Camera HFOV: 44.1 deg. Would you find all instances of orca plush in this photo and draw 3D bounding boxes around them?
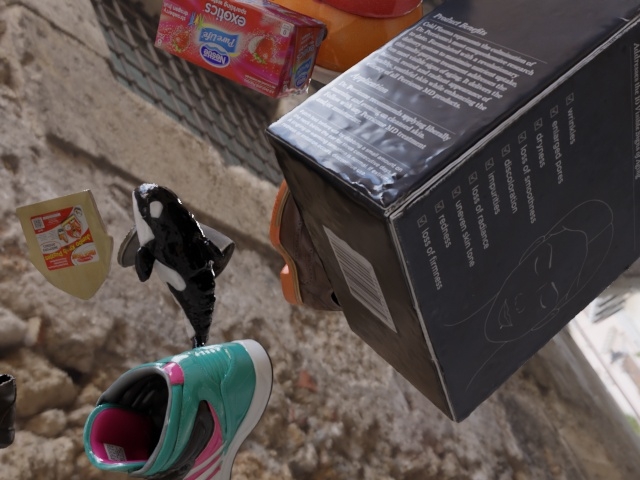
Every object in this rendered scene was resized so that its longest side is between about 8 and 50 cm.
[{"bbox_3d":[-0.203,0.044,1.241,0.102,0.287,0.151,-9,2,31],"label":"orca plush"}]

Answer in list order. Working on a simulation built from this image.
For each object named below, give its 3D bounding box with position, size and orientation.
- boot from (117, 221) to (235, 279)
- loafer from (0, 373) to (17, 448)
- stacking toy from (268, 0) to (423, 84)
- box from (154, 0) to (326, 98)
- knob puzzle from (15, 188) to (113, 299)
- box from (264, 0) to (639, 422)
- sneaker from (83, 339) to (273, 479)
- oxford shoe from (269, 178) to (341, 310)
[{"bbox_3d":[-0.303,0.027,1.652,0.189,0.208,0.076,-56,-14,7],"label":"boot"},{"bbox_3d":[-0.343,0.133,0.683,0.080,0.078,0.220,6,-14,15],"label":"loafer"},{"bbox_3d":[0.080,-0.545,1.389,0.350,0.350,0.480,-12,-34,-26],"label":"stacking toy"},{"bbox_3d":[-0.137,-0.348,1.340,0.122,0.257,0.128,-30,-38,-59],"label":"box"},{"bbox_3d":[-0.449,0.014,1.436,0.213,0.213,0.030,-44,-2,26],"label":"knob puzzle"},{"bbox_3d":[0.241,-0.071,1.205,0.472,0.297,0.480,-37,-45,-15],"label":"box"},{"bbox_3d":[-0.177,0.243,0.870,0.178,0.124,0.295,5,-67,-43],"label":"sneaker"},{"bbox_3d":[0.000,0.000,1.390,0.363,0.133,0.130,81,-148,-54],"label":"oxford shoe"}]
